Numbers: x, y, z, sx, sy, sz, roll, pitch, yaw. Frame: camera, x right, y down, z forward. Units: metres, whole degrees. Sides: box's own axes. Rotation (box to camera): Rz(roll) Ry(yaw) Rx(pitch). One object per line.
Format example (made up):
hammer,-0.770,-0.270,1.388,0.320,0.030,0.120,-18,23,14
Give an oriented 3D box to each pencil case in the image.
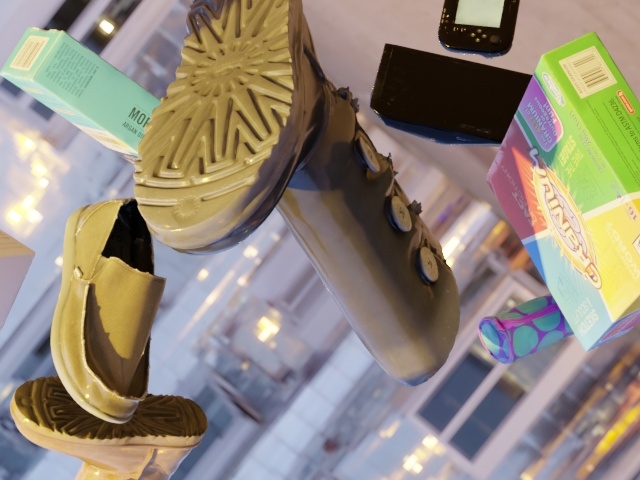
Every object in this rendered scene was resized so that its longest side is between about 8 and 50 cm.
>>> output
pencil case,0.264,0.092,1.651,0.064,0.152,0.070,57,157,26

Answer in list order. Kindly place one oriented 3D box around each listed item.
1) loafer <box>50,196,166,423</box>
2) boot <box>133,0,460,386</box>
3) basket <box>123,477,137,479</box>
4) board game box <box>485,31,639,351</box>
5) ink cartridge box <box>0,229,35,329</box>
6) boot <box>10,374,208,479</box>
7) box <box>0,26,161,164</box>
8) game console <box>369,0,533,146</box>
loafer,-0.203,0.057,1.365,0.094,0.087,0.251,23,-134,-41
boot,0.001,-0.002,1.383,0.367,0.146,0.445,-77,-30,-42
basket,-0.193,0.384,1.216,0.223,0.299,0.213,46,161,0
board game box,0.284,-0.039,1.471,0.242,0.064,0.316,62,167,17
ink cartridge box,-0.507,-0.001,1.602,0.283,0.117,0.207,31,-167,17
boot,-0.273,0.284,1.569,0.236,0.269,0.089,14,-147,-28
box,-0.201,-0.125,1.435,0.244,0.060,0.100,35,171,-31
game console,0.196,-0.274,1.918,0.213,0.361,0.044,12,145,3
